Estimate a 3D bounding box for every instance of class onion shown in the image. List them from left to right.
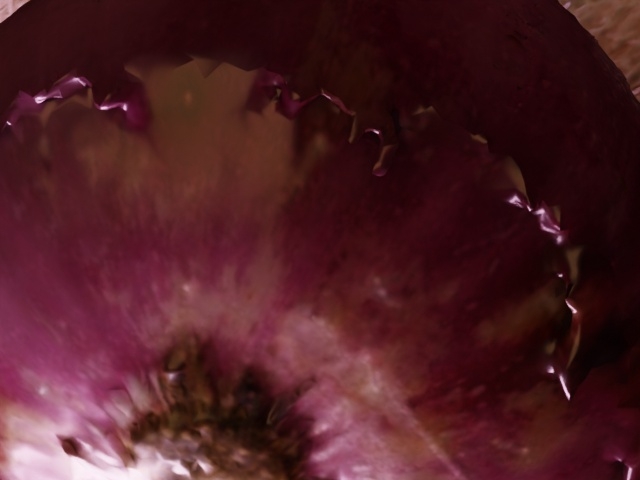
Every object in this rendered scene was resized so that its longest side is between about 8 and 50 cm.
[{"bbox_3d":[0.002,0.027,0.633,0.358,0.345,0.358,10,110,31],"label":"onion"}]
